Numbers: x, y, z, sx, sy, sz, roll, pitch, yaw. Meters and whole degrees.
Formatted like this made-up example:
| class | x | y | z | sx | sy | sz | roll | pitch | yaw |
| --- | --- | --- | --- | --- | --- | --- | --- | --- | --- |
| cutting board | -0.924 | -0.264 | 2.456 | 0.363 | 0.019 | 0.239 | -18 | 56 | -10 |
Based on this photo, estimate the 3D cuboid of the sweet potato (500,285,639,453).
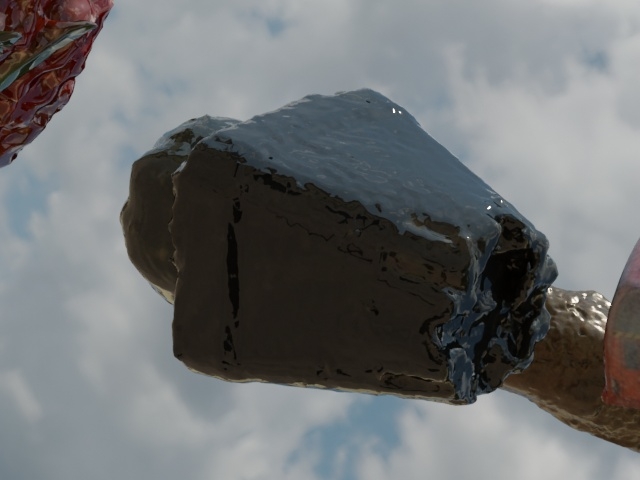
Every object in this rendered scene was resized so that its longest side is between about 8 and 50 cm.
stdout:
| class | x | y | z | sx | sy | sz | roll | pitch | yaw |
| --- | --- | --- | --- | --- | --- | --- | --- | --- | --- |
| sweet potato | 0.173 | 0.080 | 1.155 | 0.341 | 0.092 | 0.114 | 24 | -12 | 1 |

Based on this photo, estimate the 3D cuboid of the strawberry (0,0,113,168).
| class | x | y | z | sx | sy | sz | roll | pitch | yaw |
| --- | --- | --- | --- | --- | --- | --- | --- | --- | --- |
| strawberry | -0.102 | -0.081 | 0.379 | 0.131 | 0.148 | 0.131 | 14 | -28 | 7 |

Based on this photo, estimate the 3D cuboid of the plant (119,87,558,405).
| class | x | y | z | sx | sy | sz | roll | pitch | yaw |
| --- | --- | --- | --- | --- | --- | --- | --- | --- | --- |
| plant | 0.000 | 0.000 | 0.906 | 0.256 | 0.164 | 0.142 | 17 | -63 | 37 |

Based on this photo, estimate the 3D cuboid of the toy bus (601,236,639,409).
| class | x | y | z | sx | sy | sz | roll | pitch | yaw |
| --- | --- | --- | --- | --- | --- | --- | --- | --- | --- |
| toy bus | 0.203 | 0.037 | 0.630 | 0.192 | 0.065 | 0.077 | 6 | -53 | 25 |
